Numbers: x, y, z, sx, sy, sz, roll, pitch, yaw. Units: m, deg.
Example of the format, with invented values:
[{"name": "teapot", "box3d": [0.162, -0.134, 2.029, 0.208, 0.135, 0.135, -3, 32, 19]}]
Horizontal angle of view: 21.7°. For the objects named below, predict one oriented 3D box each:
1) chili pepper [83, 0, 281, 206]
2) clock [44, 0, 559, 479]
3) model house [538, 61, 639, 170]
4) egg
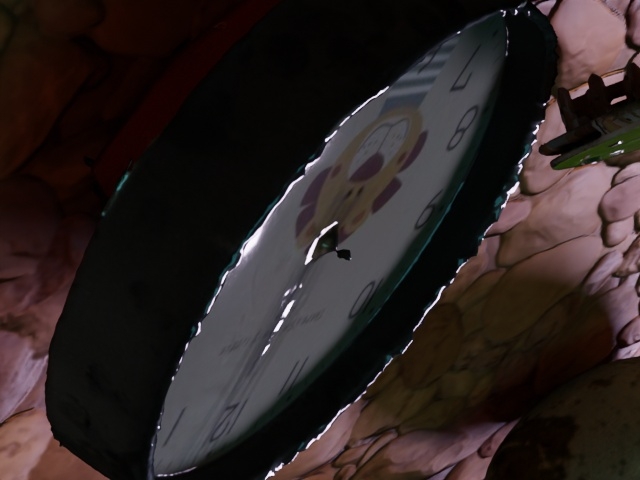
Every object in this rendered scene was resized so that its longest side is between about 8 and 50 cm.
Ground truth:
[{"name": "chili pepper", "box3d": [-0.027, -0.075, 0.777, 0.169, 0.065, 0.088, -50, 146, 14]}, {"name": "clock", "box3d": [-0.001, -0.002, 0.798, 0.312, 0.061, 0.312, -44, 159, -22]}, {"name": "model house", "box3d": [0.239, -0.153, 0.862, 0.294, 0.154, 0.207, -17, 176, -37]}, {"name": "egg", "box3d": [0.226, 0.171, 1.212, 0.231, 0.169, 0.169, -9, 139, -22]}]
